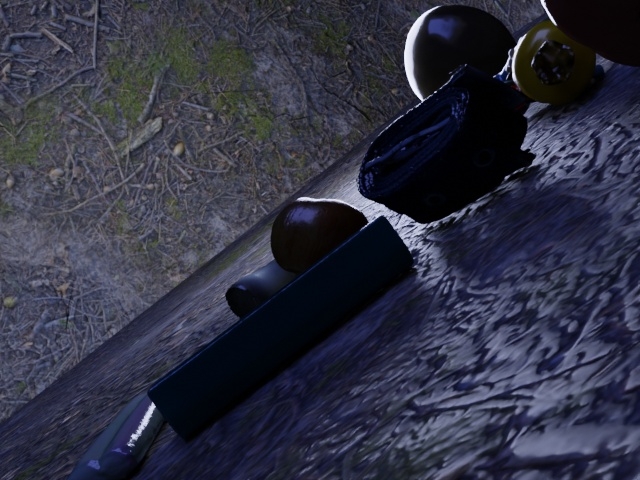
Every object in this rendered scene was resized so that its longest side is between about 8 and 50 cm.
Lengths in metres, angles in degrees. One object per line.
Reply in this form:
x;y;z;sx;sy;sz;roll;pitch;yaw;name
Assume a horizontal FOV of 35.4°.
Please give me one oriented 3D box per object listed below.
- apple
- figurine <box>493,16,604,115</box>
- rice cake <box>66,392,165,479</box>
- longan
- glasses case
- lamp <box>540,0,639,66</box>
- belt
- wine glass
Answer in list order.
0.003;0.001;1.257;0.126;0.126;0.102;169;113;-75;apple
0.303;-0.232;1.403;0.185;0.127;0.234;-37;15;28;figurine
-0.211;0.215;1.118;0.080;0.042;0.222;-36;5;11;rice cake
0.277;-0.346;1.956;0.215;0.246;0.246;-48;1;22;longan
-0.042;0.090;1.061;0.301;0.070;0.117;-38;1;-9;glasses case
0.351;-0.325;1.005;0.305;0.240;0.305;-15;-34;-10;lamp
0.150;-0.094;1.182;0.218;0.128;0.122;-31;45;50;belt
-0.055;0.049;1.379;0.155;0.072;0.072;-41;8;-38;wine glass
